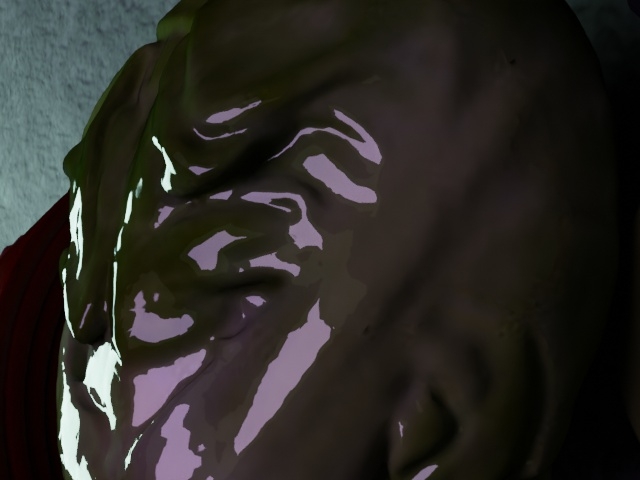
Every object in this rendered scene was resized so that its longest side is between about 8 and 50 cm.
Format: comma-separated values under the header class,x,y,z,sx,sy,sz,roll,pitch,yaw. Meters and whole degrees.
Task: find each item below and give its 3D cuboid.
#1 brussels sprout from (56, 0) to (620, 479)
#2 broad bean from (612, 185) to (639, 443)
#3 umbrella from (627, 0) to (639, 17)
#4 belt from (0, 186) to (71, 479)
class,x,y,z,sx,sy,sz,roll,pitch,yaw
brussels sprout,0.000,0.000,0.822,0.328,0.247,0.328,-158,90,-79
broad bean,0.175,0.041,0.726,0.124,0.082,0.174,-14,74,49
umbrella,0.198,-0.061,0.693,0.236,0.066,0.059,57,134,49
belt,-0.101,0.096,0.970,0.115,0.227,0.324,-37,44,49
